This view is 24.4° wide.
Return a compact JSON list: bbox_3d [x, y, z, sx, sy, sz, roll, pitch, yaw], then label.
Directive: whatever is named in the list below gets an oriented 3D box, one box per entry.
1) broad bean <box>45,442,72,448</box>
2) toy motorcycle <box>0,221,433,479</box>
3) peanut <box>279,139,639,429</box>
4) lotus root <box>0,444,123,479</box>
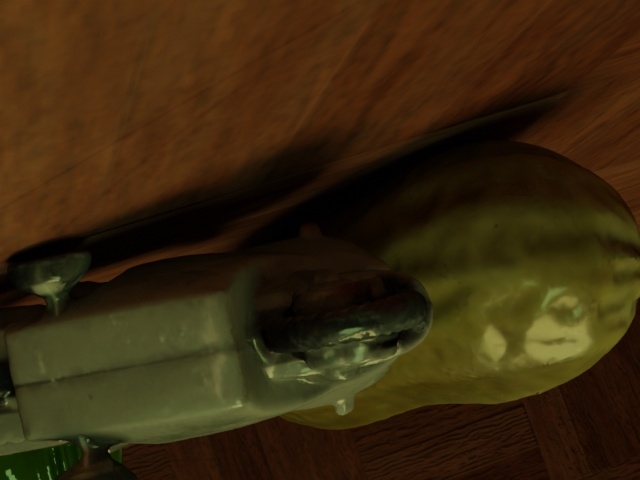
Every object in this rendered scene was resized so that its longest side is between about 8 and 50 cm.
[{"bbox_3d":[-0.136,0.090,0.932,0.174,0.082,0.124,-24,170,23],"label":"broad bean"},{"bbox_3d":[-0.064,0.053,0.722,0.260,0.110,0.171,-12,178,17],"label":"toy motorcycle"},{"bbox_3d":[0.049,0.035,0.824,0.147,0.147,0.305,-12,171,-45],"label":"peanut"},{"bbox_3d":[-0.237,0.217,1.242,0.186,0.186,0.186,-19,172,-3],"label":"lotus root"}]
